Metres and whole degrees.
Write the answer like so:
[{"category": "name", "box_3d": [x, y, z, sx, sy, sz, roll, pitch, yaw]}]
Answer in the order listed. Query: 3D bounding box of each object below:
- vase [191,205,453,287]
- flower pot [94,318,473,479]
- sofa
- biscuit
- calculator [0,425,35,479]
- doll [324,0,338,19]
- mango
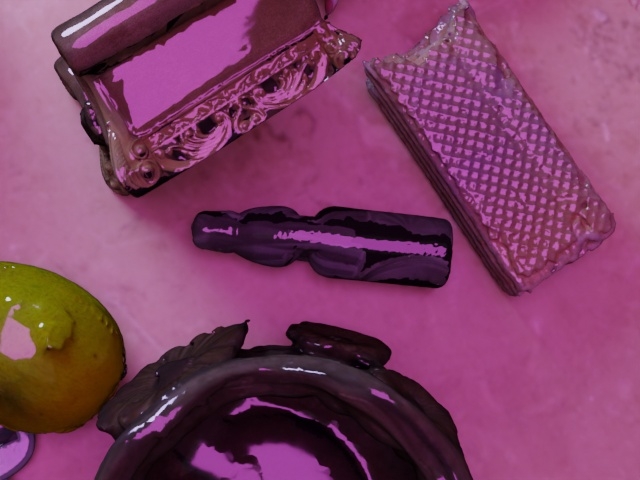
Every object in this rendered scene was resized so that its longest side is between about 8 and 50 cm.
[{"category": "vase", "box_3d": [0.000, 0.000, 0.999, 0.211, 0.060, 0.060, 6, 81, -5]}, {"category": "flower pot", "box_3d": [-0.029, 0.195, 0.890, 0.302, 0.213, 0.302, 1, 82, -4]}, {"category": "sofa", "box_3d": [-0.114, -0.155, 0.919, 0.200, 0.258, 0.182, -34, 99, -8]}, {"category": "biscuit", "box_3d": [0.139, -0.077, 1.023, 0.108, 0.062, 0.239, -33, 86, -10]}, {"category": "calculator", "box_3d": [-0.280, 0.147, 0.973, 0.095, 0.021, 0.153, -24, 83, -8]}, {"category": "doll", "box_3d": [-0.027, -0.288, 1.017, 0.180, 0.110, 0.107, 39, 60, -3]}, {"category": "mango", "box_3d": [-0.235, 0.074, 0.941, 0.178, 0.100, 0.119, 25, 49, -4]}]
